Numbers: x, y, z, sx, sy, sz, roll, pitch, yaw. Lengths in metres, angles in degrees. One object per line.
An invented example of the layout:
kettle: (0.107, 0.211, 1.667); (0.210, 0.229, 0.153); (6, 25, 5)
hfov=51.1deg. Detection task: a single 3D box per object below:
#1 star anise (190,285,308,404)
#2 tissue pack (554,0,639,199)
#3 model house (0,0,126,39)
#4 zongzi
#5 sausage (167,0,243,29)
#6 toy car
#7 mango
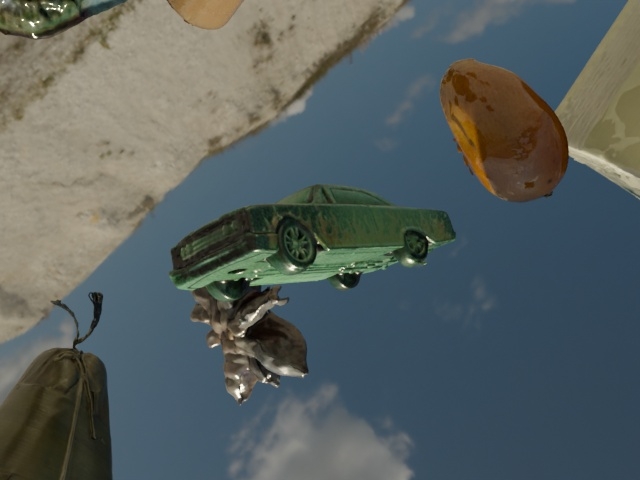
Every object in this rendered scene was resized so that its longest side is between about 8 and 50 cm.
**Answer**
star anise: (-0.103, 0.116, 0.903); (0.229, 0.236, 0.093); (28, -142, 30)
tissue pack: (0.483, -0.194, 0.738); (0.380, 0.297, 0.207); (-61, -149, 14)
model house: (-0.419, -0.534, 0.916); (0.297, 0.360, 0.339); (-30, 169, -25)
zongzi: (-0.401, 0.363, 1.189); (0.181, 0.418, 0.447); (-25, -146, 47)
sausage: (-0.127, -0.428, 0.968); (0.253, 0.123, 0.123); (-32, -155, 47)
toy car: (0.000, 0.000, 0.714); (0.141, 0.321, 0.097); (-23, -105, 41)
mango: (0.178, -0.105, 0.659); (0.084, 0.159, 0.105); (-51, -166, -19)
